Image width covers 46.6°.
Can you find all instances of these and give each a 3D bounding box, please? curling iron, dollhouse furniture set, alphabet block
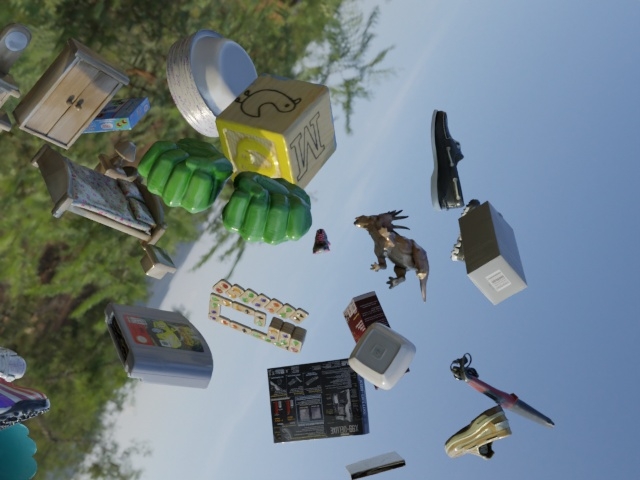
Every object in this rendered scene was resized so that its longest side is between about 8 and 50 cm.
[{"bbox_3d":[0.353,0.292,1.412,0.035,0.274,0.068,-43,-156,34],"label":"curling iron"},{"bbox_3d":[-0.362,-0.148,1.172,0.174,0.303,0.355,-46,-125,14],"label":"dollhouse furniture set"},{"bbox_3d":[-0.096,-0.241,1.708,0.197,0.193,0.193,-54,147,-35],"label":"alphabet block"}]

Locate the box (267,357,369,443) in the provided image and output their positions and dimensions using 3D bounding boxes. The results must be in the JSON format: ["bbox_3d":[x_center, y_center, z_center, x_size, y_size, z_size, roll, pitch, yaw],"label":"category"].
[{"bbox_3d":[-0.009,0.512,2.379,0.076,0.308,0.242,31,50,-69],"label":"box"}]

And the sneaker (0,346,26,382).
[{"bbox_3d":[-0.760,0.268,1.697,0.305,0.152,0.114,129,-38,-71],"label":"sneaker"}]

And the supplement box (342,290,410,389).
[{"bbox_3d":[0.149,0.274,2.030,0.130,0.073,0.239,114,-45,-63],"label":"supplement box"}]

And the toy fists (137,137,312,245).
[{"bbox_3d":[-0.142,-0.078,1.150,0.142,0.279,0.096,-62,177,-64],"label":"toy fists"}]

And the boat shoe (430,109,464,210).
[{"bbox_3d":[0.364,-0.231,2.119,0.114,0.091,0.302,23,64,-70],"label":"boat shoe"}]

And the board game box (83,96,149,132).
[{"bbox_3d":[-0.581,-0.332,1.977,0.160,0.212,0.039,-78,163,-59],"label":"board game box"}]

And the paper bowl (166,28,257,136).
[{"bbox_3d":[-0.277,-0.437,2.035,0.148,0.284,0.284,-14,-143,29],"label":"paper bowl"}]

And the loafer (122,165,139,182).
[{"bbox_3d":[-0.491,-0.136,1.801,0.148,0.050,0.056,-16,-141,29],"label":"loafer"}]

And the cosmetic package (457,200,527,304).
[{"bbox_3d":[0.420,0.025,1.826,0.107,0.127,0.238,-35,-155,23],"label":"cosmetic package"}]

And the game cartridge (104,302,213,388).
[{"bbox_3d":[-0.344,0.222,1.606,0.294,0.196,0.060,39,-71,56],"label":"game cartridge"}]

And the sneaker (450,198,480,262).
[{"bbox_3d":[0.502,-0.021,2.425,0.078,0.106,0.234,-24,132,-48],"label":"sneaker"}]

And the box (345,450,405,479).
[{"bbox_3d":[0.160,0.671,2.217,0.201,0.165,0.021,105,-30,-81],"label":"box"}]

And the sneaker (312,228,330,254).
[{"bbox_3d":[0.000,0.000,1.888,0.119,0.047,0.057,-89,171,-77],"label":"sneaker"}]

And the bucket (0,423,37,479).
[{"bbox_3d":[-0.852,0.556,1.796,0.183,0.281,0.281,1,-130,26],"label":"bucket"}]

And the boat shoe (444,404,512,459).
[{"bbox_3d":[0.298,0.384,1.410,0.072,0.068,0.190,61,-31,25],"label":"boat shoe"}]

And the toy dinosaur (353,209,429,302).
[{"bbox_3d":[0.224,0.023,2.057,0.127,0.296,0.200,-45,-177,30],"label":"toy dinosaur"}]

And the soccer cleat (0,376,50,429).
[{"bbox_3d":[-0.512,0.218,1.072,0.109,0.116,0.318,-26,163,13],"label":"soccer cleat"}]

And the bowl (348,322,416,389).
[{"bbox_3d":[0.147,0.279,1.829,0.142,0.142,0.053,-55,154,-9],"label":"bowl"}]

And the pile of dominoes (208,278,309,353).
[{"bbox_3d":[-0.156,0.190,1.760,0.196,0.251,0.040,102,10,-52],"label":"pile of dominoes"}]
